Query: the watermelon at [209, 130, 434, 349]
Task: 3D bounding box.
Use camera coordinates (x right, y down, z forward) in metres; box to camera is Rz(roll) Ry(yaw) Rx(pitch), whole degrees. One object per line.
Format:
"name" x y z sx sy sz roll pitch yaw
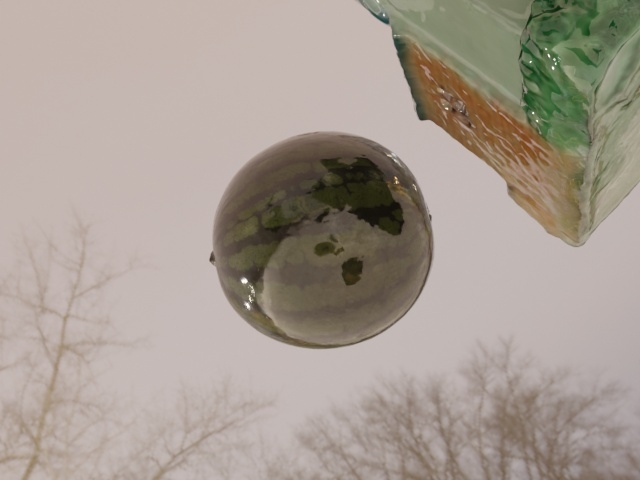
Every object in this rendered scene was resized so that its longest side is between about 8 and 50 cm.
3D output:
"watermelon" 0.000 0.000 0.782 0.212 0.212 0.212 -27 -33 -20

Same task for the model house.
"model house" 0.129 -0.196 0.627 0.194 0.325 0.267 -48 -26 -6
